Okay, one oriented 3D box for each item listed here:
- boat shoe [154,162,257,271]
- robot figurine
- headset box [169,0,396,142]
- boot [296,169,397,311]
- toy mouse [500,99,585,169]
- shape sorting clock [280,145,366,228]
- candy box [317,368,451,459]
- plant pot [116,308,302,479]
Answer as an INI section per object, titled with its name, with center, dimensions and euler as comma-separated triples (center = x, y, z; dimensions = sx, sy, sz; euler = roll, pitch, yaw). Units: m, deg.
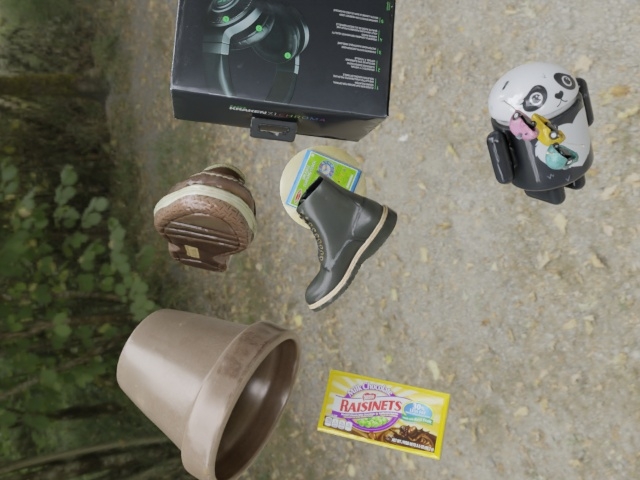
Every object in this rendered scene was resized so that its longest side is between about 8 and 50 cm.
[boat shoe]
center = -0.113, -0.037, 0.631
dimensions = 0.257, 0.095, 0.095
euler = 147, 138, -70
[robot figurine]
center = 0.431, -0.207, 1.213
dimensions = 0.174, 0.209, 0.278
euler = -8, 123, 30
[headset box]
center = -0.043, -0.262, 0.743
dimensions = 0.131, 0.246, 0.283
euler = 163, 110, -78
[boot]
center = 0.000, 0.000, 0.919
dimensions = 0.198, 0.137, 0.077
euler = -54, 18, 18
[toy mouse]
center = 0.327, -0.146, 0.926
dimensions = 0.161, 0.143, 0.031
euler = 33, 125, -6
[shape sorting clock]
center = 0.007, -0.124, 1.483
dimensions = 0.040, 0.206, 0.206
euler = 142, 119, -83
[candy box]
center = 0.103, 0.283, 1.026
dimensions = 0.206, 0.027, 0.105
euler = 7, 70, 19
[plant pot]
center = -0.189, 0.219, 0.991
dimensions = 0.229, 0.263, 0.263
euler = 23, 120, 18
